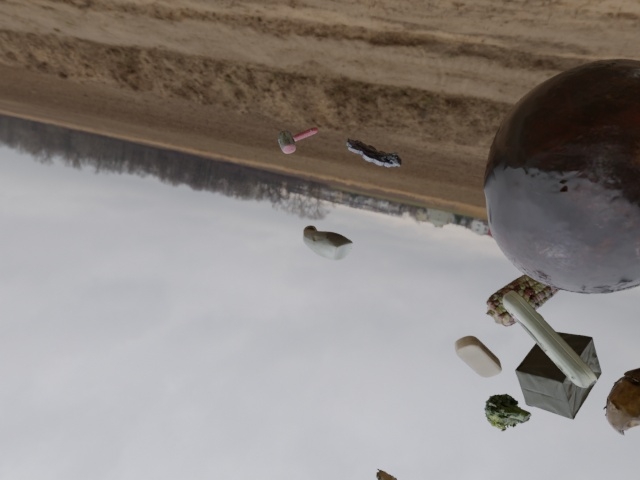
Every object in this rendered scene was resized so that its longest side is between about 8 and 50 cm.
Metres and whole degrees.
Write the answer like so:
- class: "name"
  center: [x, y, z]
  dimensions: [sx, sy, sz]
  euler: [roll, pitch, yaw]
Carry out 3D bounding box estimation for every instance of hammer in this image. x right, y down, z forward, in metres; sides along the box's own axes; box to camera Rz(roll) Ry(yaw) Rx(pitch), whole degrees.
- class: "hammer"
  center: [-0.043, -0.208, 0.821]
  dimensions: [0.083, 0.053, 0.031]
  euler: [-21, 153, 2]

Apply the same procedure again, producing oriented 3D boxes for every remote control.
- class: "remote control"
  center: [0.450, 0.195, 0.819]
  dimensions: [0.221, 0.042, 0.078]
  euler: [56, -175, 29]

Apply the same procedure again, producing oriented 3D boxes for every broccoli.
- class: "broccoli"
  center: [0.402, 0.371, 0.873]
  dimensions: [0.095, 0.097, 0.092]
  euler: [-28, -162, -33]

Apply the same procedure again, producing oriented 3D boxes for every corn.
- class: "corn"
  center: [0.540, 0.115, 1.024]
  dimensions: [0.092, 0.280, 0.092]
  euler: [55, 179, 2]

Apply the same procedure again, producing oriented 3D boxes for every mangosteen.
- class: "mangosteen"
  center: [0.295, -0.058, 0.393]
  dimensions: [0.235, 0.236, 0.261]
  euler: [9, -179, -23]

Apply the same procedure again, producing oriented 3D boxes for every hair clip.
- class: "hair clip"
  center: [0.171, -0.286, 1.308]
  dimensions: [0.195, 0.052, 0.124]
  euler: [25, -154, 8]

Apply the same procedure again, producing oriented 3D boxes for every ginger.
- class: "ginger"
  center: [0.777, 0.326, 0.902]
  dimensions: [0.309, 0.133, 0.107]
  euler: [-21, -161, 2]

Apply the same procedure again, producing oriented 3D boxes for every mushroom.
- class: "mushroom"
  center: [0.000, 0.000, 1.580]
  dimensions: [0.118, 0.103, 0.270]
  euler: [-8, -157, -37]

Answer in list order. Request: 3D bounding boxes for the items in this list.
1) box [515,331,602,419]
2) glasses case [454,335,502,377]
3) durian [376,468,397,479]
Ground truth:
- class: "box"
  center: [0.765, 0.423, 1.312]
  dimensions: [0.231, 0.155, 0.149]
  euler: [-31, -164, -31]
- class: "glasses case"
  center: [0.512, 0.378, 1.324]
  dimensions: [0.196, 0.083, 0.050]
  euler: [43, -151, -26]
- class: "durian"
  center: [0.259, 0.843, 1.210]
  dimensions: [0.195, 0.186, 0.305]
  euler: [4, 180, 5]
